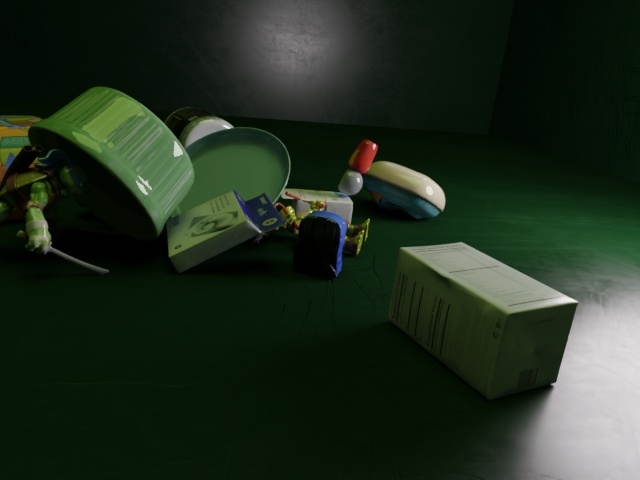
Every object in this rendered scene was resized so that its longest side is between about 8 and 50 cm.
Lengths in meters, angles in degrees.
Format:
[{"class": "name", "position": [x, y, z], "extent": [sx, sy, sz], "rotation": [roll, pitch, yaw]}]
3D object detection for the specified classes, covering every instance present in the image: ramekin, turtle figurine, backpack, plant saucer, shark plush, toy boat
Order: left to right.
[{"class": "turtle figurine", "position": [-0.526, -0.012, 1.034], "extent": [0.267, 0.274, 0.197], "rotation": [-17, 46, -6]}, {"class": "ramekin", "position": [-0.396, -0.152, 1.133], "extent": [0.304, 0.303, 0.148], "rotation": [18, 59, 32]}, {"class": "plant saucer", "position": [-0.221, -0.139, 1.358], "extent": [0.318, 0.043, 0.317], "rotation": [-7, 55, 10]}, {"class": "shark plush", "position": [-0.135, -0.024, 1.322], "extent": [0.067, 0.073, 0.161], "rotation": [-12, 39, 7]}, {"class": "turtle figurine", "position": [-0.010, -0.030, 1.278], "extent": [0.218, 0.087, 0.269], "rotation": [17, 15, 11]}, {"class": "backpack", "position": [0.000, 0.000, 1.138], "extent": [0.098, 0.120, 0.101], "rotation": [9, 19, 10]}, {"class": "toy boat", "position": [0.173, -0.148, 1.568], "extent": [0.318, 0.148, 0.268], "rotation": [25, 3, -45]}]

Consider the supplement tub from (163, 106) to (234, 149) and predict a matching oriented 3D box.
[{"class": "supplement tub", "position": [-0.392, -0.318, 1.838], "extent": [0.194, 0.193, 0.316], "rotation": [-5, 22, -30]}]

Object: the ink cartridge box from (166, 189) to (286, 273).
[{"class": "ink cartridge box", "position": [-0.199, -0.038, 1.157], "extent": [0.224, 0.045, 0.223], "rotation": [-25, 25, -7]}]

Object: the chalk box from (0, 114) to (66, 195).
[{"class": "chalk box", "position": [-0.787, -0.195, 1.367], "extent": [0.179, 0.180, 0.289], "rotation": [21, 25, 38]}]

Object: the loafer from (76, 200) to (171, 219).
[{"class": "loafer", "position": [-0.439, -0.083, 1.308], "extent": [0.224, 0.076, 0.078], "rotation": [12, -3, 7]}]

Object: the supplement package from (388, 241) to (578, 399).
[{"class": "supplement package", "position": [0.232, 0.108, 0.874], "extent": [0.139, 0.133, 0.244], "rotation": [-4, 21, -27]}]

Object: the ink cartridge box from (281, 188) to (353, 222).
[{"class": "ink cartridge box", "position": [-0.016, -0.089, 1.488], "extent": [0.182, 0.061, 0.104], "rotation": [4, 18, -9]}]
